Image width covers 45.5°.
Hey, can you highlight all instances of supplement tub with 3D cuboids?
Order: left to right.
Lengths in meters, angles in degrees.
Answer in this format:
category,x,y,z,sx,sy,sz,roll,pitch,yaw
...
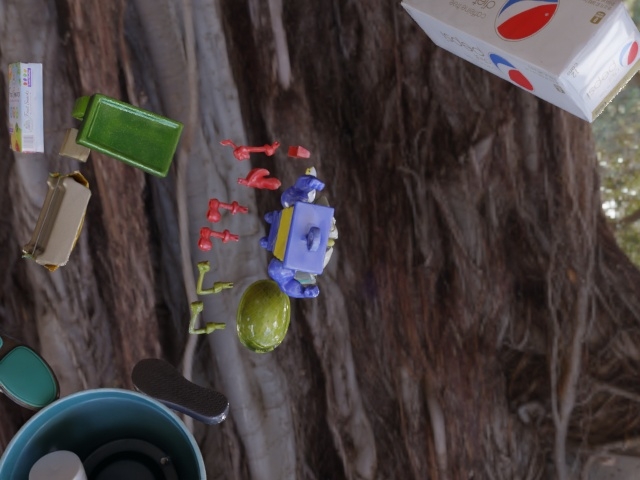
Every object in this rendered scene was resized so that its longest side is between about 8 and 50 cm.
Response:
category,x,y,z,sx,sy,sz,roll,pitch,yaw
supplement tub,-0.348,0.346,1.037,0.071,0.107,0.071,-3,-146,2

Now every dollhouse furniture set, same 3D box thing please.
category,x,y,z,sx,sy,sz,roll,pitch,yaw
dollhouse furniture set,-0.378,-0.083,1.309,0.151,0.301,0.198,20,175,-28

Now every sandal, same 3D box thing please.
category,x,y,z,sx,sy,sz,roll,pitch,yaw
sandal,-0.321,0.346,1.704,0.255,0.054,0.097,24,-133,22

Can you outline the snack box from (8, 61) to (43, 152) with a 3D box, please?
category,x,y,z,sx,sy,sz,roll,pitch,yaw
snack box,-0.476,-0.214,1.234,0.037,0.141,0.100,-3,-170,-33

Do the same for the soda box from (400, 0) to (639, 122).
category,x,y,z,sx,sy,sz,roll,pitch,yaw
soda box,0.165,-0.182,0.650,0.069,0.074,0.216,35,-172,-41

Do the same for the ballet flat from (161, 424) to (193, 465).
category,x,y,z,sx,sy,sz,roll,pitch,yaw
ballet flat,-0.395,0.497,1.606,0.182,0.163,0.483,19,-172,-3

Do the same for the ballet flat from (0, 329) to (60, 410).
category,x,y,z,sx,sy,sz,roll,pitch,yaw
ballet flat,-0.442,0.167,1.063,0.203,0.074,0.074,38,-153,5

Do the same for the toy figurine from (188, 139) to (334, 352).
category,x,y,z,sx,sy,sz,roll,pitch,yaw
toy figurine,-0.072,0.014,1.216,0.191,0.362,0.217,13,179,-26

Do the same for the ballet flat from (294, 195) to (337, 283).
category,x,y,z,sx,sy,sz,roll,pitch,yaw
ballet flat,0.000,0.000,1.522,0.068,0.072,0.213,3,-127,26

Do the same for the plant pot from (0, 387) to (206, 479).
category,x,y,z,sx,sy,sz,roll,pitch,yaw
plant pot,-0.298,0.366,1.100,0.272,0.271,0.255,-10,162,-10
